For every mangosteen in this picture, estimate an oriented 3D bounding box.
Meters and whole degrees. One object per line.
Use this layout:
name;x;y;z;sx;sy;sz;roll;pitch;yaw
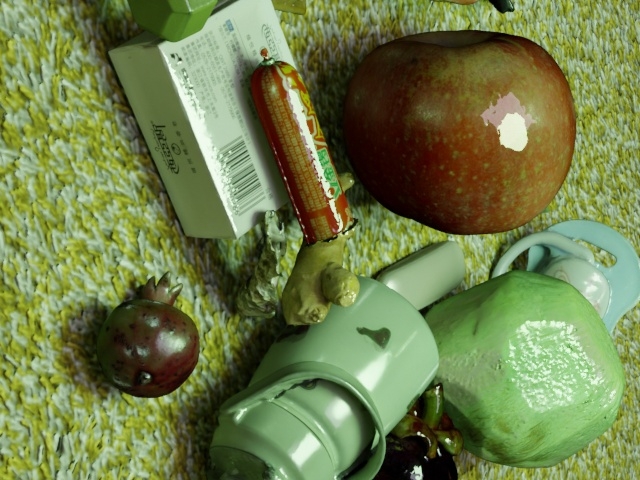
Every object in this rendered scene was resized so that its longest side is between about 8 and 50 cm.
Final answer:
mangosteen;0.128;0.312;1.939;0.194;0.194;0.230;29;101;-42

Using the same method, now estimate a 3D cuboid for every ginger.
ginger;-0.002;-0.002;1.828;0.065;0.118;0.299;51;25;-37

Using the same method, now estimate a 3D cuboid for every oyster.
oyster;-0.079;0.046;1.753;0.106;0.061;0.200;-87;-175;-58

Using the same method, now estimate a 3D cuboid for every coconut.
coconut;0.288;0.208;2.053;0.328;0.328;0.281;53;21;-31

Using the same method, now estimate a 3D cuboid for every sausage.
sausage;-0.030;-0.123;1.705;0.083;0.083;0.264;-39;118;-39

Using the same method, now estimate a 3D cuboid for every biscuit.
biscuit;-0.050;-0.365;1.892;0.081;0.018;0.083;2;89;-46

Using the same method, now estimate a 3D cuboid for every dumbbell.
dumbbell;-0.108;-0.351;1.657;0.302;0.121;0.108;-38;144;-37

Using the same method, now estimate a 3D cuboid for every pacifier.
pacifier;0.410;0.103;2.272;0.287;0.238;0.226;-66;166;-1

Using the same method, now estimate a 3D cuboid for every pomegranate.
pomegranate;-0.204;0.122;1.662;0.159;0.129;0.129;-49;123;-44

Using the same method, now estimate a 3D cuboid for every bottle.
bottle;-0.006;0.223;1.788;0.351;0.229;0.229;-46;121;-36

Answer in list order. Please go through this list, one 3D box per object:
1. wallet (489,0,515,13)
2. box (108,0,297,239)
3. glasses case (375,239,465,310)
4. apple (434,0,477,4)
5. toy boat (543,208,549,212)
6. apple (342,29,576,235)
wallet;0.252;-0.504;2.135;0.030;0.146;0.285;-18;109;1
box;-0.125;-0.167;1.743;0.203;0.116;0.274;-39;117;-37
glasses case;0.156;0.060;2.075;0.204;0.051;0.081;-23;105;-43
apple;0.190;-0.434;2.039;0.163;0.163;0.139;2;100;-46
toy boat;0.286;-0.141;2.184;0.055;0.093;0.293;-43;121;-16
apple;0.202;-0.158;1.921;0.348;0.348;0.277;-18;113;-44
